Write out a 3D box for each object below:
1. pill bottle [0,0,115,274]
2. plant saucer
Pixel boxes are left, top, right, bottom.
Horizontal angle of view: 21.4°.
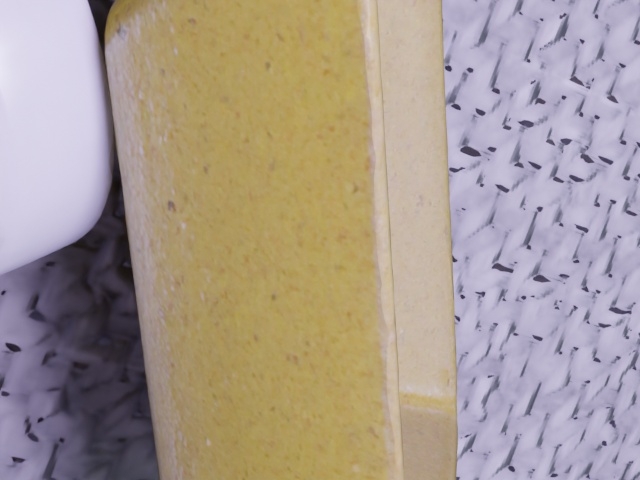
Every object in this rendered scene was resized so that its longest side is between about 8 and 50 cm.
[{"bbox_3d":[-0.230,-0.006,0.430,0.334,0.188,0.188,-25,120,-30],"label":"pill bottle"},{"bbox_3d":[0.000,0.000,0.588,0.081,0.333,0.333,-1,114,7],"label":"plant saucer"}]
